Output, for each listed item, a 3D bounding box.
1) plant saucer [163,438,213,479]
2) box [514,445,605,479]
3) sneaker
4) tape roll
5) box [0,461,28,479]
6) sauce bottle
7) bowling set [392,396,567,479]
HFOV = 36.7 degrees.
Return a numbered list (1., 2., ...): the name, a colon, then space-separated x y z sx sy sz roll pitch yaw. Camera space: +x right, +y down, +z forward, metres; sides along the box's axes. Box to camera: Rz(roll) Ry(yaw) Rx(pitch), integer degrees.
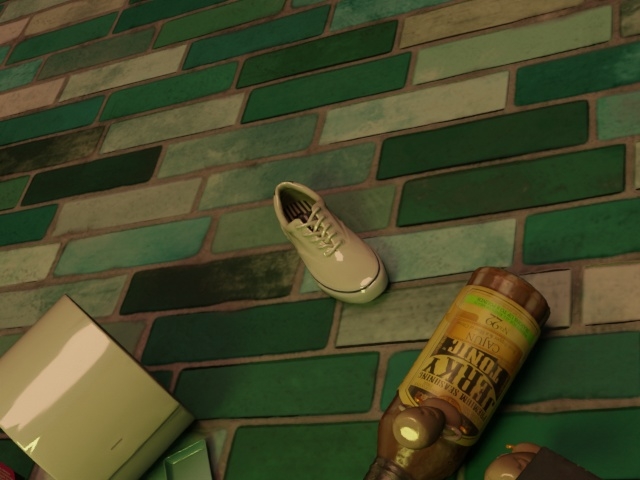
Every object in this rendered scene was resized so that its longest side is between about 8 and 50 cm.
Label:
1. plant saucer: -0.159 0.345 1.230 0.067 0.018 0.192 -28 42 9
2. box: 0.172 0.390 0.707 0.312 0.343 0.179 -43 43 -19
3. sneaker: 0.000 0.000 1.380 0.094 0.091 0.258 -42 42 -7
4. tape roll: -0.310 0.213 1.278 0.169 0.246 0.246 -46 43 -11
5. box: -0.523 0.359 1.282 0.142 0.247 0.163 -14 46 25
6. sauce bottle: 0.141 0.191 1.105 0.111 0.111 0.344 16 64 41
7. bowling set: 0.177 0.292 0.966 0.287 0.154 0.200 28 100 22
